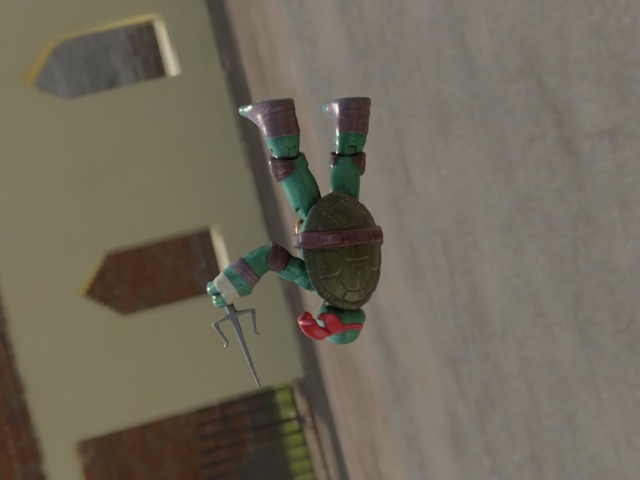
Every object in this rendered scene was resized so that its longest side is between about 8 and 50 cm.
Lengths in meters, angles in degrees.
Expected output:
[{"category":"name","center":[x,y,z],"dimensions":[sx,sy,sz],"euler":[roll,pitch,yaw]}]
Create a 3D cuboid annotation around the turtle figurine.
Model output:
[{"category":"turtle figurine","center":[0.000,0.000,1.212],"dimensions":[0.118,0.175,0.234],"euler":[-4,90,43]}]
